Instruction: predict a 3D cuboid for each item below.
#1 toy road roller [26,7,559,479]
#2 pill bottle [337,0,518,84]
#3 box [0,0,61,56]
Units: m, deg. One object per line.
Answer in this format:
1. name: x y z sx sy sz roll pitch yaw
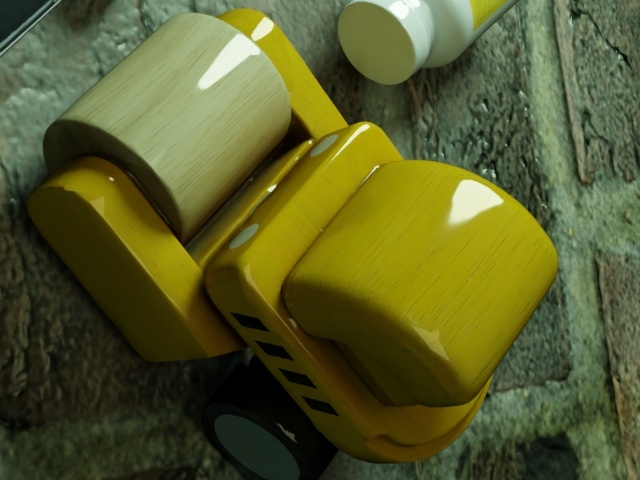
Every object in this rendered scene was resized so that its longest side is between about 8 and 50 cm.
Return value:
1. toy road roller: 0.000 0.000 0.853 0.329 0.240 0.202 52 55 -18
2. pill bottle: 0.097 -0.204 1.056 0.184 0.103 0.103 -44 108 -35
3. box: -0.256 -0.108 0.694 0.108 0.207 0.153 51 56 -20
